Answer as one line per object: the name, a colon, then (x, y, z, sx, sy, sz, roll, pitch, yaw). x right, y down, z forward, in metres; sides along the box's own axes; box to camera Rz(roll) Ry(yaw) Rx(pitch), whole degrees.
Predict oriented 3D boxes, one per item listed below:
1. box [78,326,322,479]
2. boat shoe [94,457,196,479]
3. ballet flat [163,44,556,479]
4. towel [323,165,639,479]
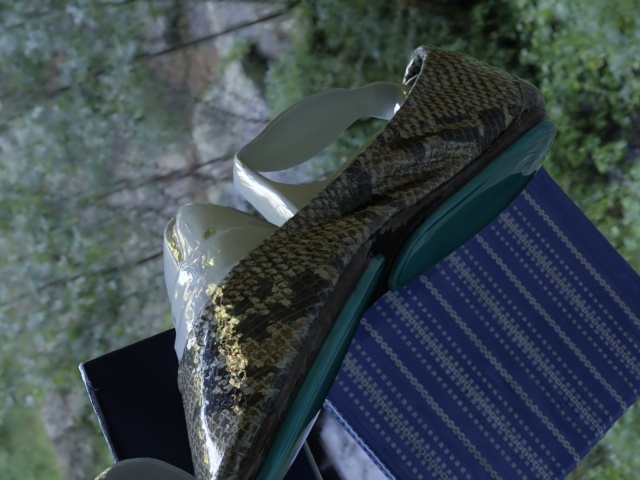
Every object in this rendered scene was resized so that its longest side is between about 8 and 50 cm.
box: (-0.098, 0.248, 1.404, 0.296, 0.182, 0.294, 100, 147, -75)
boat shoe: (-0.022, 0.247, 0.896, 0.306, 0.113, 0.105, 21, 161, 26)
ballet flat: (0.000, 0.000, 0.992, 0.182, 0.483, 0.164, 32, 136, 12)
towel: (0.147, 0.086, 1.177, 0.243, 0.336, 0.040, 48, 147, 5)
